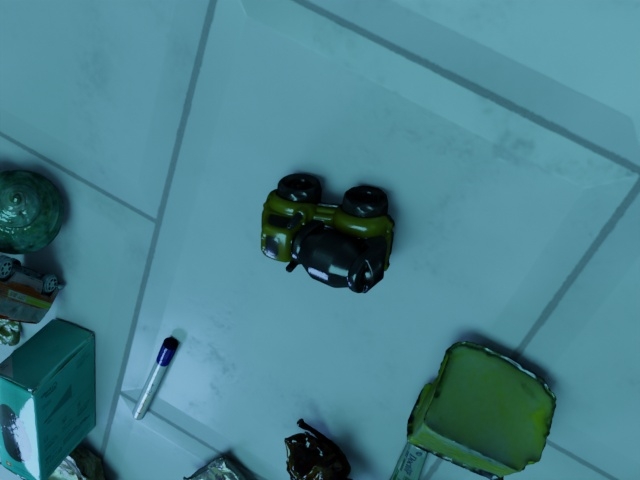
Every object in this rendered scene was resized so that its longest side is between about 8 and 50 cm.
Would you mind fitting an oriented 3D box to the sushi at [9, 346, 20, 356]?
[{"bbox_3d":[-0.709,0.288,1.695,0.061,0.060,0.118,29,128,1],"label":"sushi"}]

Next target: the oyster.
[{"bbox_3d":[-0.627,0.549,1.785,0.361,0.096,0.221,32,129,7],"label":"oyster"}]

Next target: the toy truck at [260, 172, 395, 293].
[{"bbox_3d":[0.000,0.000,1.125,0.224,0.165,0.147,16,124,17],"label":"toy truck"}]

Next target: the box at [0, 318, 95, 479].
[{"bbox_3d":[-0.599,0.353,1.593,0.118,0.205,0.312,19,126,11],"label":"box"}]

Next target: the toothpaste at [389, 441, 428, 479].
[{"bbox_3d":[0.170,0.430,1.377,0.064,0.041,0.218,29,130,21],"label":"toothpaste"}]

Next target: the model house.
[{"bbox_3d":[0.261,0.297,1.218,0.193,0.170,0.211,22,154,5],"label":"model house"}]

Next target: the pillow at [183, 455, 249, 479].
[{"bbox_3d":[-0.172,0.581,1.614,0.255,0.059,0.169,47,126,-4],"label":"pillow"}]

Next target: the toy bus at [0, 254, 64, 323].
[{"bbox_3d":[-0.628,0.089,1.422,0.121,0.265,0.120,19,80,14],"label":"toy bus"}]

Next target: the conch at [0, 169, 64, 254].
[{"bbox_3d":[-0.589,-0.061,1.382,0.196,0.134,0.202,40,133,-20],"label":"conch"}]

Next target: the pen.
[{"bbox_3d":[-0.357,0.300,1.553,0.033,0.033,0.269,34,127,4],"label":"pen"}]

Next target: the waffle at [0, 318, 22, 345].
[{"bbox_3d":[-0.809,0.127,1.600,0.309,0.056,0.292,9,133,5],"label":"waffle"}]

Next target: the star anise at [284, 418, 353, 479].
[{"bbox_3d":[0.012,0.471,1.413,0.190,0.125,0.220,57,150,37],"label":"star anise"}]
